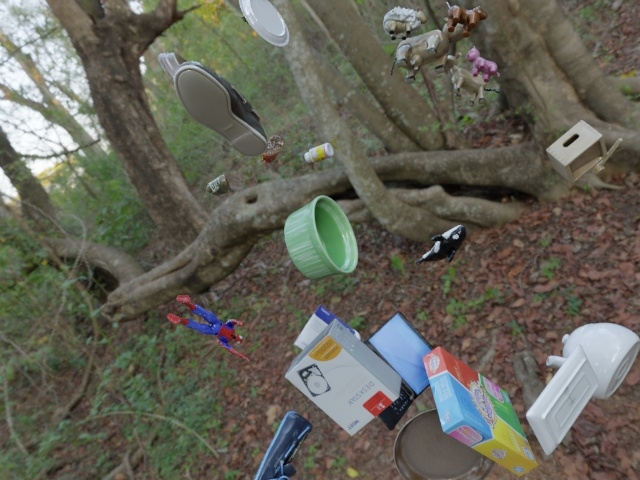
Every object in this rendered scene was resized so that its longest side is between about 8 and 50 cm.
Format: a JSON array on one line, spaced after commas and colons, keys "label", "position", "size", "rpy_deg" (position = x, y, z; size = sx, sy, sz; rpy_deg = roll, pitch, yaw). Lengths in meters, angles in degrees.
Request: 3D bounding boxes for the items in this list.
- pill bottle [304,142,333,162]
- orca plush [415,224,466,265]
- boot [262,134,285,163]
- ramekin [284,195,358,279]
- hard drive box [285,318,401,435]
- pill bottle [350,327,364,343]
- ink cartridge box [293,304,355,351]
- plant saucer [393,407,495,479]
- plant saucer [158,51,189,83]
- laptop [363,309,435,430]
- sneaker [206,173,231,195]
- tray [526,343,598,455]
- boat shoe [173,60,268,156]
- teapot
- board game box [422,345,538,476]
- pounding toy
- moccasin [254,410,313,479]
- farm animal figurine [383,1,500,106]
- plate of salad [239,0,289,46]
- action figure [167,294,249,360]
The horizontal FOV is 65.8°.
[{"label": "pill bottle", "position": [-0.005, -0.261, 1.489], "size": [0.083, 0.043, 0.043], "rpy_deg": [-15, 26, 31]}, {"label": "orca plush", "position": [0.546, 0.052, 2.204], "size": [0.287, 0.151, 0.102], "rpy_deg": [-34, 48, 33]}, {"label": "boot", "position": [-0.158, -0.270, 1.546], "size": [0.085, 0.059, 0.158], "rpy_deg": [-60, 1, 25]}, {"label": "ramekin", "position": [0.000, 0.000, 1.838], "size": [0.148, 0.304, 0.303], "rpy_deg": [-22, 22, 27]}, {"label": "hard drive box", "position": [0.059, 0.346, 1.254], "size": [0.181, 0.232, 0.089], "rpy_deg": [-48, 2, 21]}, {"label": "pill bottle", "position": [0.151, 0.506, 2.466], "size": [0.111, 0.187, 0.112], "rpy_deg": [-8, 57, 13]}, {"label": "ink cartridge box", "position": [0.029, 0.439, 2.223], "size": [0.224, 0.223, 0.045], "rpy_deg": [-56, 8, -22]}, {"label": "plant saucer", "position": [0.377, 0.636, 1.515], "size": [0.310, 0.311, 0.050], "rpy_deg": [-35, 11, 12]}, {"label": "plant saucer", "position": [-0.354, -0.439, 1.440], "size": [0.041, 0.278, 0.278], "rpy_deg": [-38, 16, 9]}, {"label": "laptop", "position": [0.221, 0.379, 1.480], "size": [0.264, 0.234, 0.137], "rpy_deg": [-24, -23, -54]}, {"label": "sneaker", "position": [-0.387, -0.200, 1.866], "size": [0.086, 0.064, 0.192], "rpy_deg": [-18, 2, -7]}, {"label": "tray", "position": [0.633, 0.406, 1.266], "size": [0.270, 0.145, 0.030], "rpy_deg": [-39, 17, -25]}, {"label": "boat shoe", "position": [-0.236, -0.320, 1.181], "size": [0.112, 0.335, 0.096], "rpy_deg": [-22, 60, 15]}, {"label": "teapot", "position": [0.856, 0.352, 1.553], "size": [0.187, 0.256, 0.253], "rpy_deg": [32, 84, 43]}, {"label": "board game box", "position": [0.427, 0.459, 1.339], "size": [0.064, 0.316, 0.242], "rpy_deg": [-44, 26, 23]}, {"label": "pounding toy", "position": [0.793, -0.267, 1.483], "size": [0.181, 0.206, 0.094], "rpy_deg": [-42, 53, 14]}, {"label": "moccasin", "position": [-0.130, 0.750, 1.657], "size": [0.138, 0.116, 0.342], "rpy_deg": [86, -153, -64]}, {"label": "farm animal figurine", "position": [0.375, -0.576, 1.504], "size": [0.326, 0.330, 0.172], "rpy_deg": [2, 56, 20]}, {"label": "plate of salad", "position": [-0.178, -0.685, 1.541], "size": [0.048, 0.200, 0.200], "rpy_deg": [-28, 19, 37]}, {"label": "action figure", "position": [-0.277, 0.249, 1.377], "size": [0.139, 0.280, 0.092], "rpy_deg": [14, 71, 33]}]
